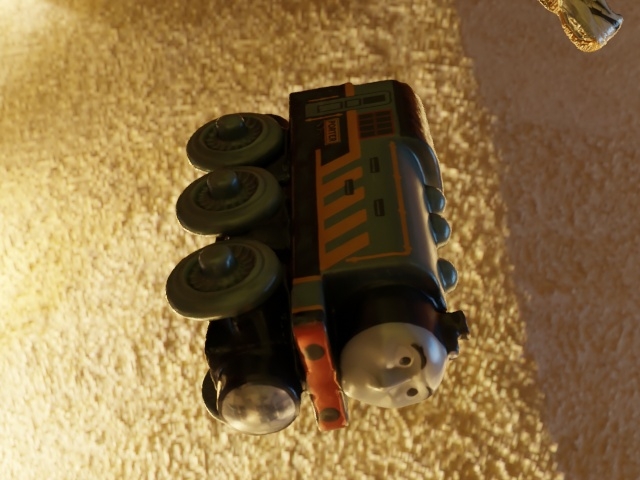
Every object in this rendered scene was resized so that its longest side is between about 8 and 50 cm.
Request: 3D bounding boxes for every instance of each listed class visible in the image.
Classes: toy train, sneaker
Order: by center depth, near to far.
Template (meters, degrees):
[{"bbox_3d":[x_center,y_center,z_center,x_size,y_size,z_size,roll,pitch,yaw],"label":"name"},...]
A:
[{"bbox_3d":[0.172,-0.169,0.760,0.037,0.032,0.083,-36,-86,-12],"label":"sneaker"},{"bbox_3d":[0.000,0.000,0.808,0.190,0.142,0.334,-10,-145,6],"label":"toy train"}]
